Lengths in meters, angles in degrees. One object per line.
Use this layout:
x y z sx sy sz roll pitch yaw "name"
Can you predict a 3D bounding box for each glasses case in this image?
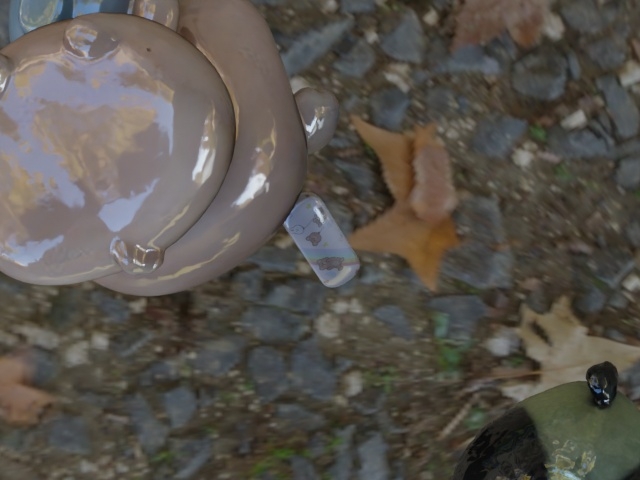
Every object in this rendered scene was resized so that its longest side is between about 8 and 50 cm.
0.000 0.000 1.098 0.032 0.083 0.021 -32 39 0 "glasses case"

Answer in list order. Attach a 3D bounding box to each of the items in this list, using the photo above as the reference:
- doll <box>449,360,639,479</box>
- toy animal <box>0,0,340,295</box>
0.142 0.179 0.986 0.143 0.234 0.135 22 56 6 "doll"
-0.111 -0.059 0.977 0.210 0.221 0.229 -26 119 13 "toy animal"
